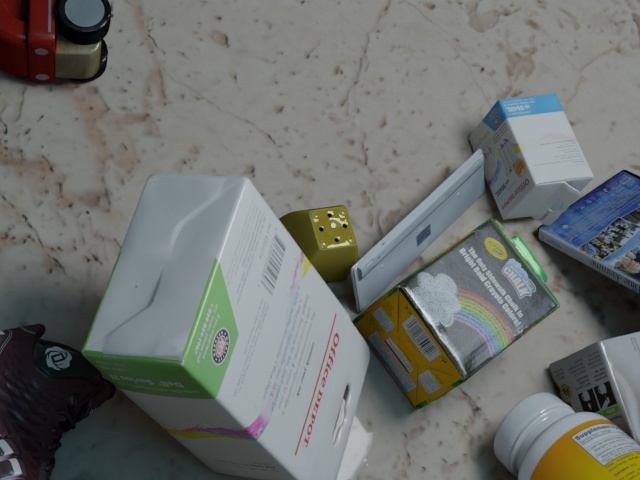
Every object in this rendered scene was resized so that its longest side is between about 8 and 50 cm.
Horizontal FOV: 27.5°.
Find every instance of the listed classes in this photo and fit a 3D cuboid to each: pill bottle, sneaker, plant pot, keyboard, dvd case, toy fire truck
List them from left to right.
[{"bbox_3d":[-0.355,-0.300,1.437,0.246,0.158,0.217,1,69,-11],"label":"toy fire truck"},{"bbox_3d":[-0.262,0.203,1.288,0.163,0.106,0.281,-16,76,-31],"label":"sneaker"},{"bbox_3d":[0.000,0.000,1.495,0.082,0.083,0.081,-8,73,-27],"label":"plant pot"},{"bbox_3d":[0.121,-0.014,1.567,0.014,0.072,0.256,29,54,29],"label":"keyboard"},{"bbox_3d":[0.303,0.274,1.428,0.136,0.136,0.246,-15,36,-28],"label":"pill bottle"},{"bbox_3d":[0.425,0.004,1.630,0.180,0.022,0.253,-31,46,-31],"label":"dvd case"}]

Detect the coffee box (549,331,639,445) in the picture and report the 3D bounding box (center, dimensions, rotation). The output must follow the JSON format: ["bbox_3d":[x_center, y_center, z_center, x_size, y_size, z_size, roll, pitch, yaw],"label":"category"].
[{"bbox_3d":[0.410,0.258,1.548,0.168,0.119,0.297,-9,73,-27],"label":"coffee box"}]

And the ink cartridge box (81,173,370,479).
[{"bbox_3d":[-0.079,0.113,1.334,0.353,0.119,0.207,55,44,-50],"label":"ink cartridge box"}]

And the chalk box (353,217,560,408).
[{"bbox_3d":[0.171,0.073,1.514,0.213,0.132,0.132,-32,83,-31],"label":"chalk box"}]

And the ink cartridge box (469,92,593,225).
[{"bbox_3d":[0.265,-0.097,1.635,0.090,0.092,0.143,-8,64,-26],"label":"ink cartridge box"}]
